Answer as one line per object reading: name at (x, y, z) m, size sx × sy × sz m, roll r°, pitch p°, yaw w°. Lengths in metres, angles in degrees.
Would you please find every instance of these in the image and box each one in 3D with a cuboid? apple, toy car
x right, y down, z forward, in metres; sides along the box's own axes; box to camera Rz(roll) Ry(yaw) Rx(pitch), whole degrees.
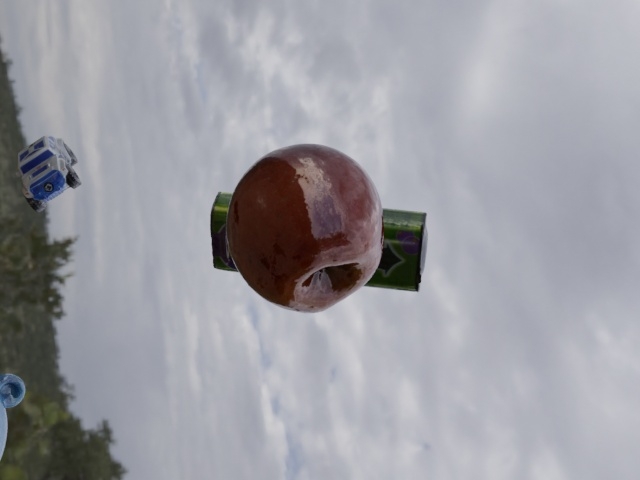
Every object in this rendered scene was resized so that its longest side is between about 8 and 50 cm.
apple at (-0.019, -0.018, 1.247) m, size 0.218 × 0.218 × 0.201 m, roll 104°, pitch -33°, yaw -46°
toy car at (-0.422, -0.113, 1.413) m, size 0.070 × 0.080 × 0.170 m, roll 57°, pitch -1°, yaw -30°

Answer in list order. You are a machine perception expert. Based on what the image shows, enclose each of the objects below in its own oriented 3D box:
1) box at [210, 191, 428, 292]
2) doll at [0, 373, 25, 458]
box at (0.000, 0.000, 1.495) m, size 0.097 × 0.346 × 0.134 m, roll -71°, pitch 164°, yaw -56°
doll at (-0.436, 0.200, 0.887) m, size 0.141 × 0.314 × 0.177 m, roll 0°, pitch -73°, yaw 55°
